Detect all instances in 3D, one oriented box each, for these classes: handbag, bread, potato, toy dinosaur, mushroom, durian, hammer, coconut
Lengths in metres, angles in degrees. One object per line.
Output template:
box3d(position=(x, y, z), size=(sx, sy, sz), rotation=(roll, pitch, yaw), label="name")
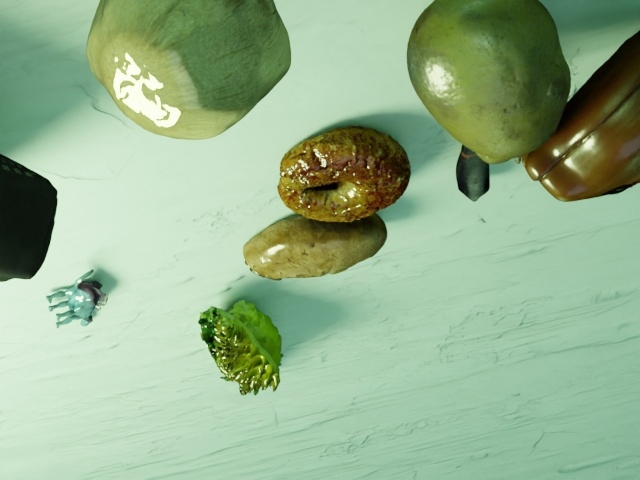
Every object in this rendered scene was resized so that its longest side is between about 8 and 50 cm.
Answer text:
box3d(position=(-0.484, -0.066, 1.756), size=(0.275, 0.178, 0.302), rotation=(16, -179, 45), label="handbag")
box3d(position=(0.032, -0.081, 2.054), size=(0.193, 0.064, 0.193), rotation=(-8, 151, -5), label="bread")
box3d(position=(0.204, -0.190, 1.839), size=(0.174, 0.159, 0.251), rotation=(-7, 131, 26), label="potato")
box3d(position=(-0.340, 0.086, 2.190), size=(0.080, 0.045, 0.197), rotation=(-20, 161, -17), label="toy dinosaur")
box3d(position=(-0.001, 0.002, 2.173), size=(0.210, 0.072, 0.094), rotation=(-7, 143, -13), label="mushroom")
box3d(position=(-0.113, 0.164, 2.350), size=(0.106, 0.132, 0.375), rotation=(-4, 157, 5), label="durian")
box3d(position=(0.211, -0.141, 2.058), size=(0.137, 0.037, 0.290), rotation=(-12, 150, -2), label="hammer")
box3d(position=(-0.134, -0.218, 1.607), size=(0.224, 0.224, 0.224), rotation=(-11, 151, -6), label="coconut")

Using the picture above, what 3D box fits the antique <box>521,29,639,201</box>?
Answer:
box3d(position=(0.378, -0.156, 1.934), size=(0.278, 0.129, 0.223), rotation=(-46, -177, 3), label="antique")

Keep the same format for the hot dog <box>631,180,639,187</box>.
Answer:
box3d(position=(0.397, -0.112, 2.128), size=(0.213, 0.103, 0.146), rotation=(-3, 148, -23), label="hot dog")
